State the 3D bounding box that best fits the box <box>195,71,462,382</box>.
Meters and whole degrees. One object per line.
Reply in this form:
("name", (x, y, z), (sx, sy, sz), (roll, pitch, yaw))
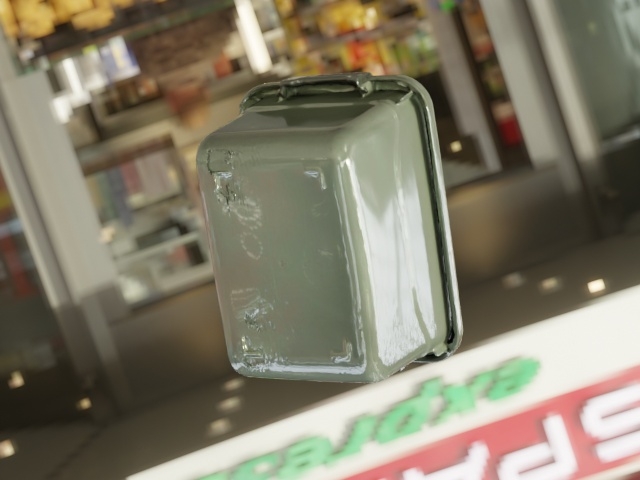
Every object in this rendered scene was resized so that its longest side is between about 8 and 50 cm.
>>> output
("box", (0.000, 0.000, 0.978), (0.124, 0.172, 0.093), (-1, -164, 30))
